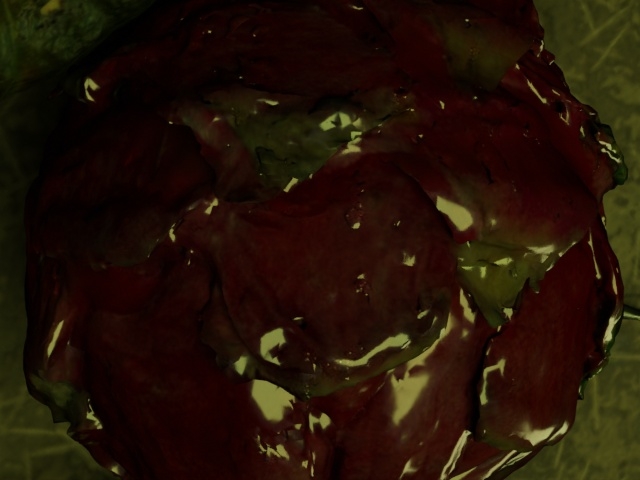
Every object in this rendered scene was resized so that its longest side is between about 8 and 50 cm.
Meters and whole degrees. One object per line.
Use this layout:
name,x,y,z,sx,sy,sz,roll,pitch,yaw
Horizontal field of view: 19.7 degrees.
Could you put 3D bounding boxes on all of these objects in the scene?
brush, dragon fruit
brush,0.218,0.051,1.220,0.083,0.008,0.024,14,106,-30
dragon fruit,0.003,0.000,0.931,0.329,0.329,0.329,-9,113,-22

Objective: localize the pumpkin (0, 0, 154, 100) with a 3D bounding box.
pumpkin,-0.200,-0.197,0.813,0.320,0.192,0.320,-6,107,-21
